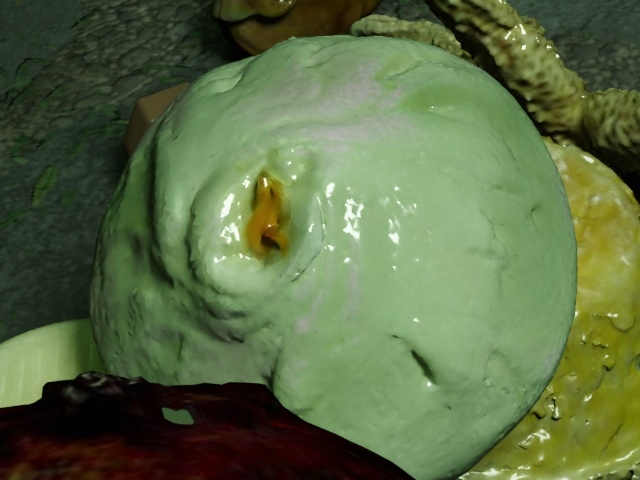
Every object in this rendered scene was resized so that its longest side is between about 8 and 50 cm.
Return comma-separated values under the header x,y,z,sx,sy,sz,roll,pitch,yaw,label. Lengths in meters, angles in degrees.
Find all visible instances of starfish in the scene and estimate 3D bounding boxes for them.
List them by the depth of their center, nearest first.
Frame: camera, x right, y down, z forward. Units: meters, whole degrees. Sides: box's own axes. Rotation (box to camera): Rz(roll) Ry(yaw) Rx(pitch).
x,y,z,sx,sy,sz,roll,pitch,yaw,label
0.155,-0.129,1.086,0.432,0.324,0.082,33,85,26,starfish

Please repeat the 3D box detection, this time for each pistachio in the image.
x,y,z,sx,sy,sz,roll,pitch,yaw,label
-0.004,-0.238,1.333,0.210,0.130,0.165,-34,8,-22,pistachio

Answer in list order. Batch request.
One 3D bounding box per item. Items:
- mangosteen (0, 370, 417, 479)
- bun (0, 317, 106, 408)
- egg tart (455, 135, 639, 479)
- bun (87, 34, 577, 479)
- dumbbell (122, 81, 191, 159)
x,y,z,sx,sy,sz,roll,pitch,yaw,label
-0.104,0.263,0.656,0.381,0.381,0.421,32,90,36,mangosteen
-0.140,0.161,0.917,0.229,0.145,0.229,5,43,-5,bun
0.117,0.025,0.996,0.341,0.132,0.341,2,46,-2,egg tart
0.000,0.000,0.822,0.293,0.187,0.293,-3,68,7,bun
-0.087,-0.034,1.162,0.082,0.092,0.231,-41,44,9,dumbbell
